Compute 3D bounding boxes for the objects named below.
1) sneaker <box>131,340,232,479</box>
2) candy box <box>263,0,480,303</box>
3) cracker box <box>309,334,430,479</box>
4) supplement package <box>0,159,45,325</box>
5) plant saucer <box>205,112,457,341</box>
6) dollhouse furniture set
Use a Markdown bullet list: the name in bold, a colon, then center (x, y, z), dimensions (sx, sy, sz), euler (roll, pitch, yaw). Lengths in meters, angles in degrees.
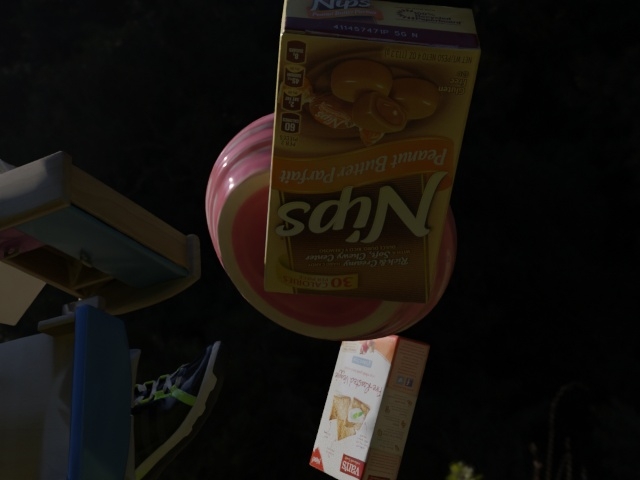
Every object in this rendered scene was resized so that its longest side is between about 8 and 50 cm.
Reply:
- **sneaker**: center (-0.188, 0.189, 1.124), dimensions (0.235, 0.097, 0.084), euler (-51, 10, 19)
- **candy box**: center (0.042, -0.083, 1.056), dimensions (0.182, 0.316, 0.088), euler (5, 39, -2)
- **cracker box**: center (0.073, 0.254, 1.591), dimensions (0.067, 0.232, 0.155), euler (17, -6, -28)
- **supplement package**: center (-0.404, 0.005, 1.343), dimensions (0.179, 0.105, 0.105), euler (-52, -29, 8)
- **plant saucer**: center (0.000, 0.000, 1.297), dimensions (0.332, 0.332, 0.084), euler (-23, 19, 34)
- **dollhouse furniture set**: center (-0.249, 0.127, 0.883), dimensions (0.286, 0.303, 0.198), euler (-17, -29, 23)
